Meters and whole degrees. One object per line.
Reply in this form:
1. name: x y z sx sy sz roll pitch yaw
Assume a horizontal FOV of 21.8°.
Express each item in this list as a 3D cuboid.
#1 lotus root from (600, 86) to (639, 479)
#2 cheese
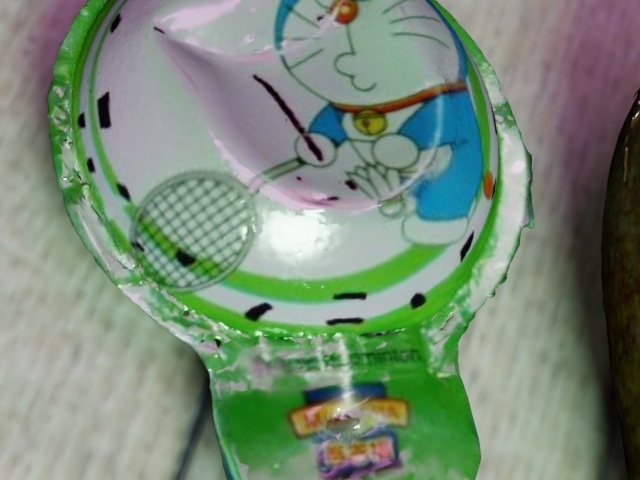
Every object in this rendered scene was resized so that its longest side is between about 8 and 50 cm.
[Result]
1. lotus root: 0.214 0.066 0.646 0.195 0.179 0.398 -6 71 -2
2. cheese: 0.000 0.000 0.656 0.203 0.083 0.321 -3 68 -21
